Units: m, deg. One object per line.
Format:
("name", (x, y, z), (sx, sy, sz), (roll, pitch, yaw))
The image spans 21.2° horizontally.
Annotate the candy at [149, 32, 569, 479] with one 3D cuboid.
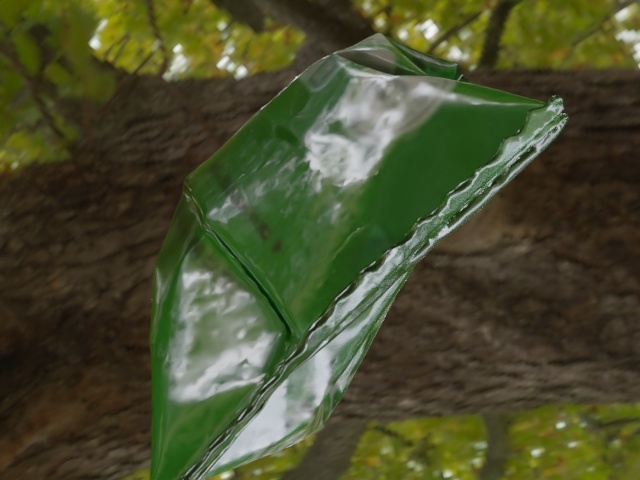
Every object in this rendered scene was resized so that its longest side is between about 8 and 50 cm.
("candy", (-0.004, -0.001, 0.509), (0.078, 0.203, 0.141), (31, -85, -9))
